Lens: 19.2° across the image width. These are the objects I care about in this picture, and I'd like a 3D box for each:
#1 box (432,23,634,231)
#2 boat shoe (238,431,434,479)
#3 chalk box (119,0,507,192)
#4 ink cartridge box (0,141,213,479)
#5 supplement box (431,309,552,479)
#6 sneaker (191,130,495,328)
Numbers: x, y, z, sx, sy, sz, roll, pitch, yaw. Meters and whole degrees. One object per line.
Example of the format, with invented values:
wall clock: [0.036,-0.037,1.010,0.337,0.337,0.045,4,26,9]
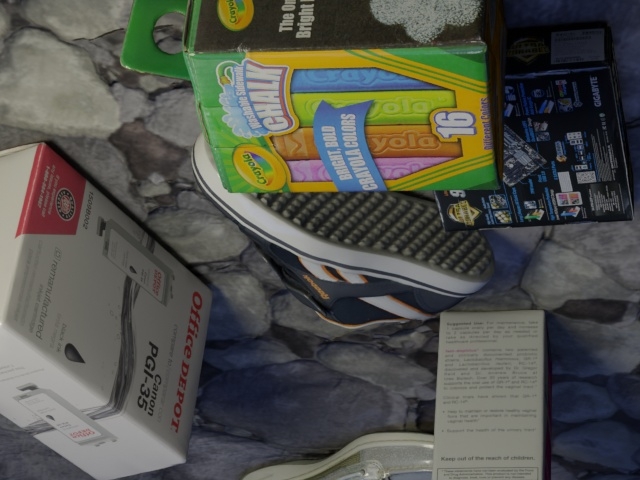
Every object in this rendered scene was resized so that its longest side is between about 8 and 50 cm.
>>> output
box: [0.175,-0.092,1.638,0.175,0.051,0.220,-4,144,14]
boat shoe: [0.037,0.300,2.175,0.320,0.103,0.118,-16,140,28]
chalk box: [-0.005,-0.155,1.464,0.289,0.180,0.179,0,145,10]
ink cartridge box: [-0.235,0.073,1.797,0.117,0.207,0.283,-15,141,30]
supplement box: [0.174,0.189,1.896,0.114,0.220,0.111,-3,145,10]
sneaker: [0.000,0.000,1.730,0.321,0.126,0.127,25,135,-28]
